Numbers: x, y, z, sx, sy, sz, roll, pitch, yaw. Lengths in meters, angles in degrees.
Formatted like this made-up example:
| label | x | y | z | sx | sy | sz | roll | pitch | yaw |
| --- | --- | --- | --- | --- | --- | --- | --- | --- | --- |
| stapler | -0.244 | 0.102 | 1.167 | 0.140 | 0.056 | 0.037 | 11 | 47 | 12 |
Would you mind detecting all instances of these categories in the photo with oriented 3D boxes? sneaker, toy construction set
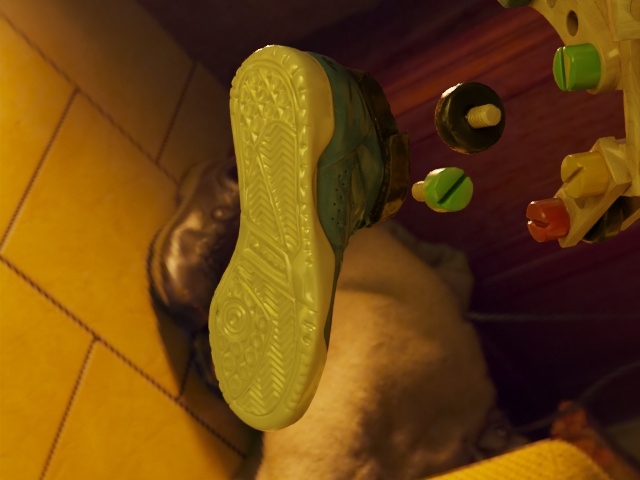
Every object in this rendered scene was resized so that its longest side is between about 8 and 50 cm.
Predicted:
| label | x | y | z | sx | sy | sz | roll | pitch | yaw |
| --- | --- | --- | --- | --- | --- | --- | --- | --- | --- |
| sneaker | 0.001 | 0.000 | 0.477 | 0.084 | 0.058 | 0.152 | -1 | 92 | -54 |
| toy construction set | 0.276 | -0.109 | 0.889 | 0.308 | 0.237 | 0.258 | 17 | 83 | -19 |
